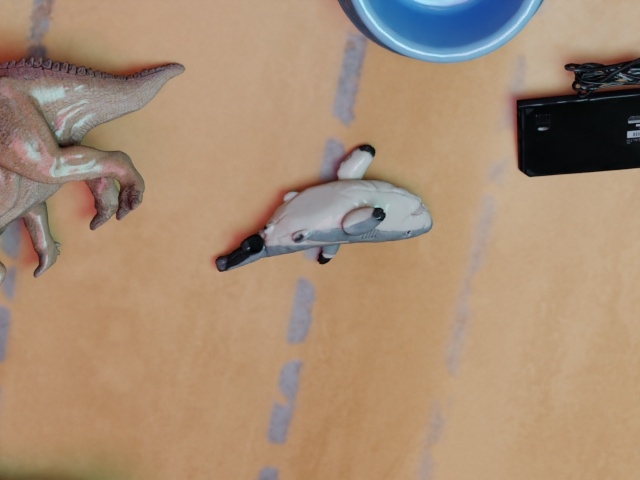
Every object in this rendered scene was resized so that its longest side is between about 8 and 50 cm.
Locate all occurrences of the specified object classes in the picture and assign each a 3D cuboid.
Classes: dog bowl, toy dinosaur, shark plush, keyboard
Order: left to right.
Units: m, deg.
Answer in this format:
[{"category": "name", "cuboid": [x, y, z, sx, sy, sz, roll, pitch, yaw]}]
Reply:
[{"category": "toy dinosaur", "cuboid": [-0.244, -0.063, 1.179, 0.296, 0.127, 0.200, -38, 99, 8]}, {"category": "shark plush", "cuboid": [0.000, 0.000, 1.234, 0.161, 0.073, 0.067, -28, 138, 6]}, {"category": "dog bowl", "cuboid": [0.072, -0.256, 1.124, 0.166, 0.074, 0.297, -11, 111, 4]}, {"category": "keyboard", "cuboid": [0.238, -0.099, 1.211, 0.192, 0.038, 0.100, -5, 134, 1]}]
